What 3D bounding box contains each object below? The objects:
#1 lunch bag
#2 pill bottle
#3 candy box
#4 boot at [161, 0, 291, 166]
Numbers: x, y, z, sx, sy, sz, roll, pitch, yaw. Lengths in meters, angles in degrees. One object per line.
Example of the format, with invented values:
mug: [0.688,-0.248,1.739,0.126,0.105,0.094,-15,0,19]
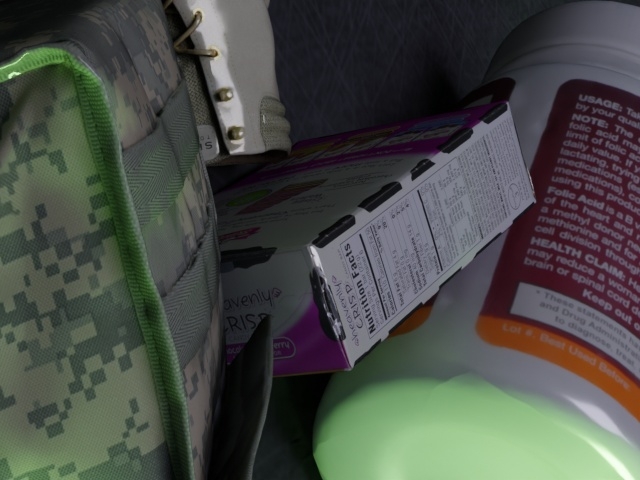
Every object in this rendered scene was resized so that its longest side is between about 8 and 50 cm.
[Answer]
lunch bag: [-0.107,0.052,0.614,0.235,0.169,0.287,-87,164,-74]
pill bottle: [0.157,0.023,1.035,0.224,0.224,0.392,58,39,-31]
candy box: [0.000,0.000,0.849,0.233,0.159,0.071,-35,111,-51]
boot: [-0.085,-0.121,0.836,0.213,0.077,0.165,2,82,-60]
